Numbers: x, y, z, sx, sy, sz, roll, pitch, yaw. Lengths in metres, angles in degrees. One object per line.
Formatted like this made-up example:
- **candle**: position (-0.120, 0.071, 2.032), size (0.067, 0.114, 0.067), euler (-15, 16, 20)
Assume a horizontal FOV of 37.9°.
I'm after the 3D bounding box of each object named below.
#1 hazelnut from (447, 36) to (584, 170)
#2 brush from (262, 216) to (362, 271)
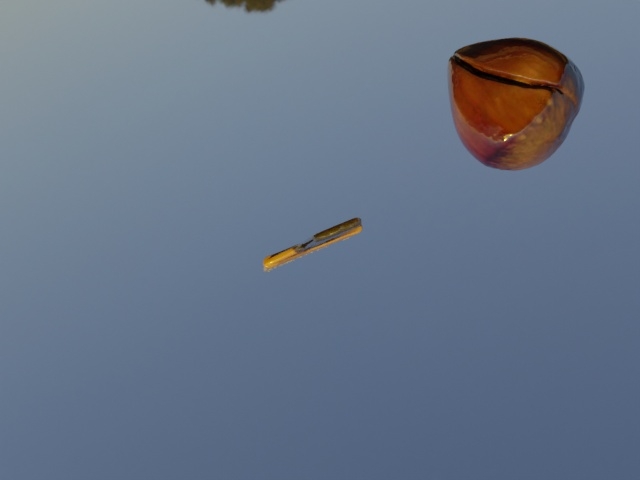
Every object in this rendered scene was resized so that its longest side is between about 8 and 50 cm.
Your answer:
- **hazelnut**: position (0.265, -0.206, 1.338), size (0.208, 0.208, 0.208), euler (-22, -149, 14)
- **brush**: position (0.000, 0.000, 0.840), size (0.103, 0.013, 0.272), euler (-23, 179, -7)
